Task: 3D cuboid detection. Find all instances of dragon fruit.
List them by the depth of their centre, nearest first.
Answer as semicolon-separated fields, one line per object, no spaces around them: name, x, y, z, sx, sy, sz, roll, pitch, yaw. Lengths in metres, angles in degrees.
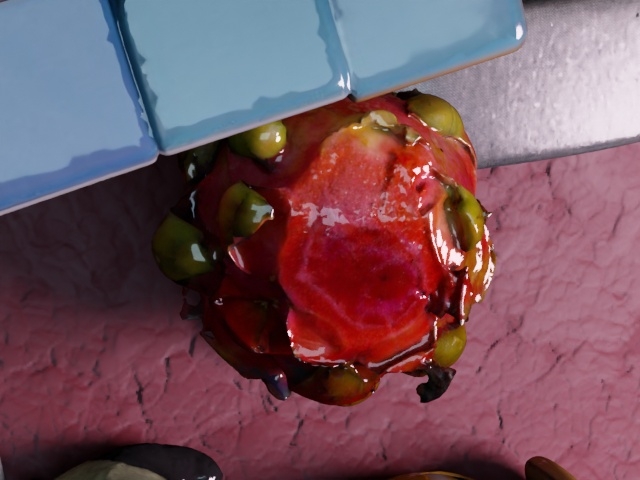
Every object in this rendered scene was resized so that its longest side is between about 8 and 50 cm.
dragon fruit;-0.003;0.010;1.195;0.227;0.243;0.307;20;126;-2

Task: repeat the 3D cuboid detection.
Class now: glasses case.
glasses case;0.186;-0.131;1.335;0.323;0.074;0.131;-11;107;-14

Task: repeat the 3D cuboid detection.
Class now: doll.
doll;-0.119;0.232;1.260;0.135;0.234;0.144;14;96;-39

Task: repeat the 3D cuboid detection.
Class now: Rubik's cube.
Rubik's cube;-0.112;-0.252;1.065;0.344;0.347;0.347;-19;107;-6

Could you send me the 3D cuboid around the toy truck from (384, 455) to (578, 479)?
toy truck;0.138;0.299;1.357;0.211;0.204;0.288;-30;109;-10

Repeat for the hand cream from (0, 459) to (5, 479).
hand cream;-0.271;0.197;1.275;0.124;0.077;0.341;-27;113;-47
